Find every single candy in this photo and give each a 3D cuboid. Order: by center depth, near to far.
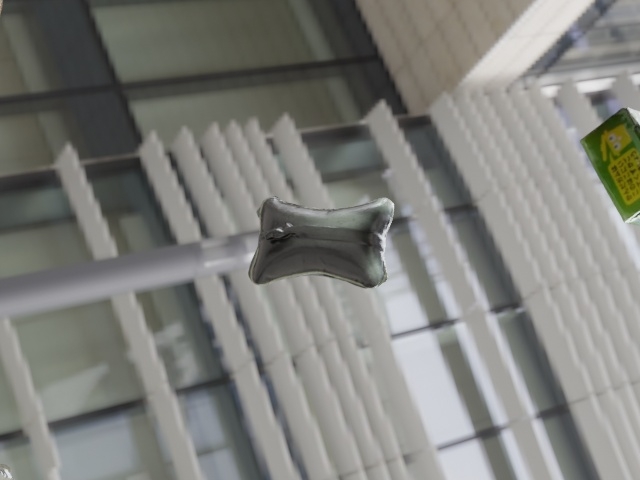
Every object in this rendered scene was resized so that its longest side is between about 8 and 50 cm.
[{"bbox_3d":[0.332,-0.060,1.364,0.062,0.194,0.097,-39,-118,29],"label":"candy"}]

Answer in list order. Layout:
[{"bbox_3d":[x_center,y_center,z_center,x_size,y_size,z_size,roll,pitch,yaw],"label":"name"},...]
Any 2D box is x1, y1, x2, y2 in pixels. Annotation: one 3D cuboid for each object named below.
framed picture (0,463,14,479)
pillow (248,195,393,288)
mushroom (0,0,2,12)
[{"bbox_3d":[-0.374,0.275,1.213,0.024,0.232,0.315,30,-10,15],"label":"framed picture"},{"bbox_3d":[0.000,0.001,1.348,0.135,0.091,0.055,2,-53,13],"label":"pillow"},{"bbox_3d":[-0.380,-0.177,1.094,0.267,0.267,0.254,26,-50,49],"label":"mushroom"}]
